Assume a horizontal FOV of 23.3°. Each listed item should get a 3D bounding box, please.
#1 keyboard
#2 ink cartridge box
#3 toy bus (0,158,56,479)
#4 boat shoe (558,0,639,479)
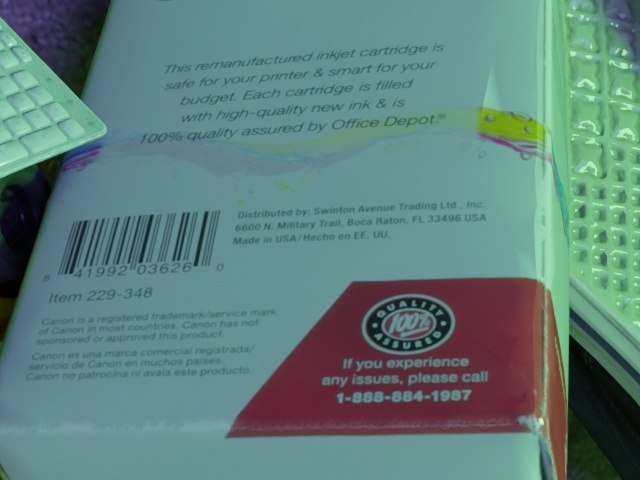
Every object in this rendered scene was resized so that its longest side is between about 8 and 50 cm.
[{"bbox_3d":[-0.203,-0.122,0.700,0.256,0.014,0.072,45,37,16],"label":"keyboard"},{"bbox_3d":[0.000,0.000,0.712,0.306,0.226,0.131,-80,162,-44],"label":"ink cartridge box"},{"bbox_3d":[-0.197,0.076,0.682,0.220,0.149,0.211,-40,119,-62],"label":"toy bus"},{"bbox_3d":[0.173,0.005,0.944,0.187,0.156,0.500,-37,92,-25],"label":"boat shoe"}]
